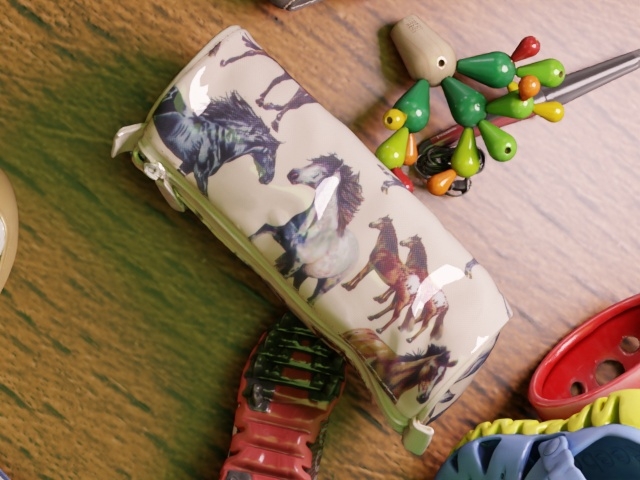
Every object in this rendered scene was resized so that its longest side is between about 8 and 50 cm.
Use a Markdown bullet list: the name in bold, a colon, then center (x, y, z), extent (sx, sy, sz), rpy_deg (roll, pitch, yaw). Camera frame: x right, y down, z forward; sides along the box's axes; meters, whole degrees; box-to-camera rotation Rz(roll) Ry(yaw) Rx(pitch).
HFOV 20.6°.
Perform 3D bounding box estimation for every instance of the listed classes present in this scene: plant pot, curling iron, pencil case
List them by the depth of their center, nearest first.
- **pencil case**: center (0.000, 0.000, 1.631), extent (0.410, 0.160, 0.183), rpy_deg (46, 69, 5)
- **plant pot**: center (0.324, 0.167, 1.725), extent (0.191, 0.191, 0.174), rpy_deg (-37, 105, -11)
- **curling iron**: center (0.216, -0.125, 1.782), extent (0.274, 0.035, 0.068), rpy_deg (-30, 83, -11)

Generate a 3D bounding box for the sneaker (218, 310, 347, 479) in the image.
- **sneaker**: center (-0.042, 0.195, 1.687), extent (0.097, 0.135, 0.276), rpy_deg (15, 61, 1)

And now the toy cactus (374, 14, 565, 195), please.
- **toy cactus**: center (0.127, -0.148, 1.717), extent (0.219, 0.112, 0.180), rpy_deg (-33, 67, -6)

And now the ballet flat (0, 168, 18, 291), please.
- **ballet flat**: center (-0.328, 0.038, 1.639), extent (0.080, 0.073, 0.232), rpy_deg (11, 85, -12)

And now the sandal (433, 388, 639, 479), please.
- **sandal**: center (0.201, 0.237, 1.633), extent (0.126, 0.317, 0.138), rpy_deg (45, 50, -11)

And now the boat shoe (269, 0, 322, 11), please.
- **boat shoe**: center (0.101, -0.301, 1.727), extent (0.335, 0.112, 0.095), rpy_deg (-34, 91, -15)

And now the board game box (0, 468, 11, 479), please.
- **board game box**: center (-0.324, 0.272, 1.602), extent (0.201, 0.035, 0.136), rpy_deg (40, 78, 23)
